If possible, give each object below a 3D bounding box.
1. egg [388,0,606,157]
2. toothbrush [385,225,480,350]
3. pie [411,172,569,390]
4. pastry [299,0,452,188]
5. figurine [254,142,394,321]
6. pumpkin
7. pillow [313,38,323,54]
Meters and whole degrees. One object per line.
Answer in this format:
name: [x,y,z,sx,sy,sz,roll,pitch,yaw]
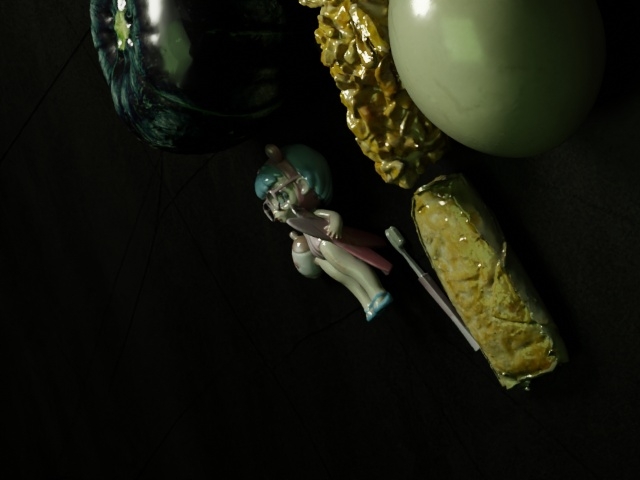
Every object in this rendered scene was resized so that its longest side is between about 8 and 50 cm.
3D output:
egg: [0.182,-0.215,1.390,0.219,0.219,0.269,-32,80,46]
toothbrush: [0.144,0.060,1.689,0.194,0.014,0.017,54,134,12]
pie: [0.198,0.053,1.600,0.128,0.068,0.282,-30,90,47]
pastry: [0.066,-0.188,1.521,0.102,0.154,0.250,-18,115,22]
figurine: [0.011,-0.009,1.741,0.260,0.103,0.205,53,170,10]
pumpkin: [-0.149,-0.263,1.676,0.315,0.238,0.315,11,103,55]
pillow: [0.075,-0.261,1.598,0.113,0.038,0.203,51,135,7]
